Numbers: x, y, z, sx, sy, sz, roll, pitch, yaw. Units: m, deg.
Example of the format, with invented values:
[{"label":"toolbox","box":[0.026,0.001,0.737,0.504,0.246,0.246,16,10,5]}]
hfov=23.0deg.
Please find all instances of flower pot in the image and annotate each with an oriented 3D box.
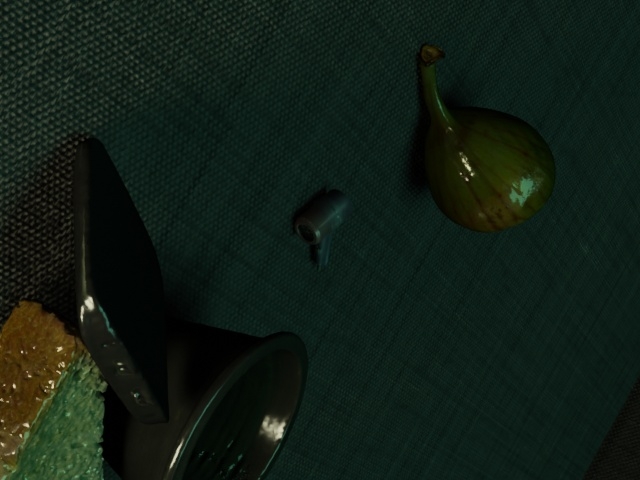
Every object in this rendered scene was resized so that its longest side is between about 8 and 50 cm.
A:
[{"label":"flower pot","box":[-0.136,0.167,1.536,0.235,0.148,0.235,-47,152,-35]}]

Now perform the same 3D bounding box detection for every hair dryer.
[{"label":"hair dryer","box":[0.000,0.000,1.762,0.063,0.037,0.114,-42,155,-33]}]

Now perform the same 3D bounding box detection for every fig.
[{"label":"fig","box":[0.168,-0.113,1.864,0.259,0.151,0.151,40,78,-41]}]

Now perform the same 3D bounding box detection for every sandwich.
[{"label":"sandwich","box":[-0.261,0.217,1.415,0.288,0.099,0.254,-60,149,-7]}]

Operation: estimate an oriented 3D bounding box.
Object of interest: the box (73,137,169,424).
[{"label":"box","box":[-0.171,0.039,1.358,0.212,0.042,0.201,68,12,-55]}]
